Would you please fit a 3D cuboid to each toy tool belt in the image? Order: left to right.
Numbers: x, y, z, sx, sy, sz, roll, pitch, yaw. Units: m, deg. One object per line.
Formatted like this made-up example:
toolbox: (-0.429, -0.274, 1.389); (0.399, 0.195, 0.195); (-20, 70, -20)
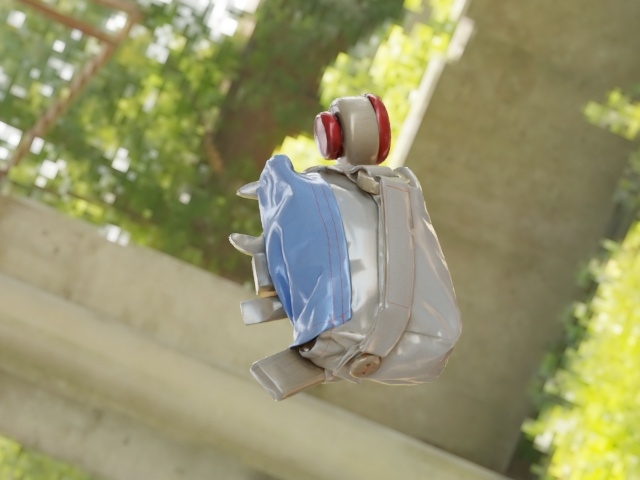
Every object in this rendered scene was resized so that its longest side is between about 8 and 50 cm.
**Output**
toy tool belt: (0.000, 0.000, 0.464); (0.052, 0.051, 0.083); (109, 149, -56)
